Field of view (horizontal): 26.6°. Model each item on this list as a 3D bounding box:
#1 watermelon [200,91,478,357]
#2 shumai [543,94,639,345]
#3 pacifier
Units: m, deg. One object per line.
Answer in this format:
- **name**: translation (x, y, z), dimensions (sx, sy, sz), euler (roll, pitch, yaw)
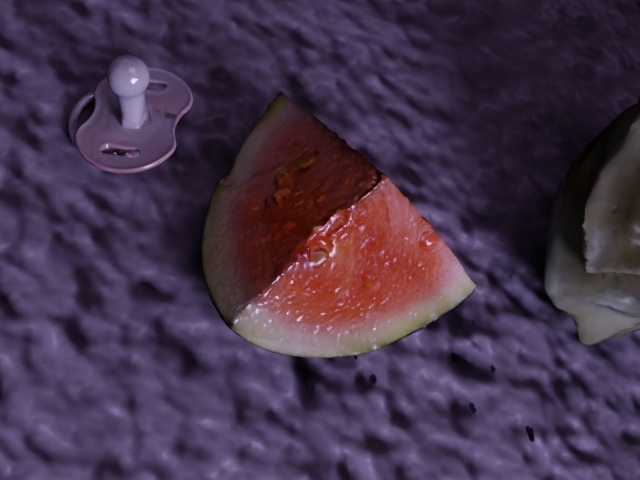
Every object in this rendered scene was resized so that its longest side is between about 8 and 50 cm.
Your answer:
- **watermelon**: translation (-0.006, 0.009, 0.901), dimensions (0.193, 0.137, 0.145), euler (43, 86, 6)
- **shumai**: translation (0.337, 0.004, 0.958), dimensions (0.348, 0.395, 0.395), euler (8, 51, 10)
- **pacifier**: translation (-0.132, -0.094, 0.913), dimensions (0.081, 0.078, 0.099), euler (10, 53, 6)
